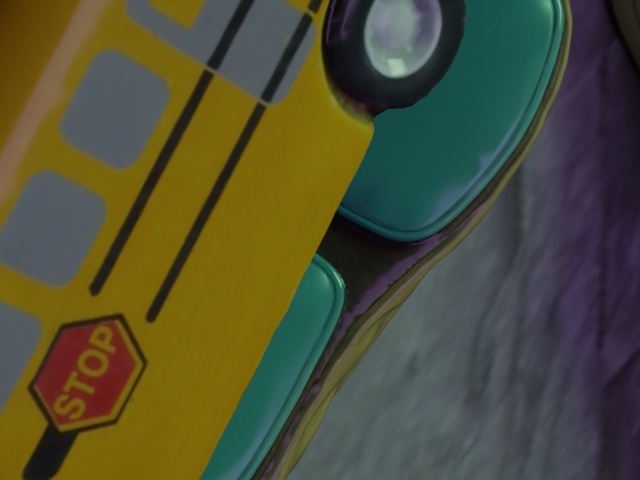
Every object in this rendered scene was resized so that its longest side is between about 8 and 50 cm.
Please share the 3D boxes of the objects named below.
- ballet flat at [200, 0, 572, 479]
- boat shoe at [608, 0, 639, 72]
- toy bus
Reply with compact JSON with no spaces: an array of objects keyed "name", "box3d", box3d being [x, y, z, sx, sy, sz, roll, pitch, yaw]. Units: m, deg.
[{"name":"ballet flat","box3d":[0.000,0.000,0.577,0.080,0.073,0.232,37,80,3]},{"name":"boat shoe","box3d":[0.201,-0.058,0.667,0.123,0.123,0.342,-24,116,-29]},{"name":"toy bus","box3d":[-0.064,-0.031,0.478,0.130,0.108,0.333,29,88,-43]}]
